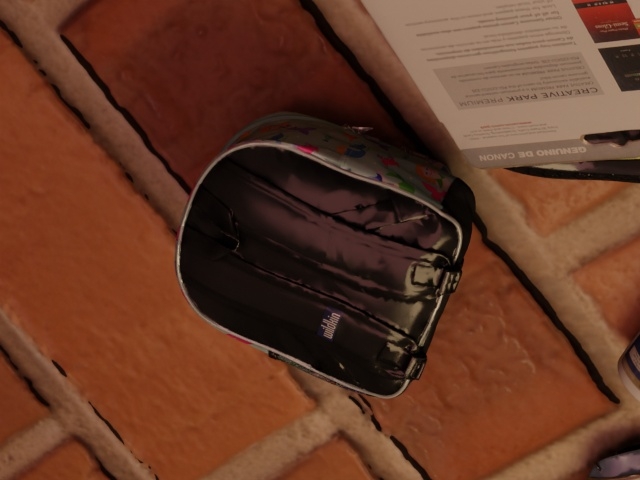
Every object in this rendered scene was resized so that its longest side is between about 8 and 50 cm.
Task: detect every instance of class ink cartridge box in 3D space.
[{"bbox_3d":[0.215,-0.196,1.293,0.309,0.130,0.272,-2,141,34],"label":"ink cartridge box"}]

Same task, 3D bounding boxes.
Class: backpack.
[{"bbox_3d":[0.000,0.000,1.486,0.253,0.191,0.225,19,115,0],"label":"backpack"}]

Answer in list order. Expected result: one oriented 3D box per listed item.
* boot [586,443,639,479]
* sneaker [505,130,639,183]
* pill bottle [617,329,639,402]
[{"bbox_3d":[0.282,0.255,1.598,0.219,0.082,0.106,-8,89,24],"label":"boot"},{"bbox_3d":[0.246,-0.105,1.445,0.234,0.084,0.097,5,87,16],"label":"sneaker"},{"bbox_3d":[0.356,0.078,1.468,0.094,0.094,0.169,31,119,2],"label":"pill bottle"}]
